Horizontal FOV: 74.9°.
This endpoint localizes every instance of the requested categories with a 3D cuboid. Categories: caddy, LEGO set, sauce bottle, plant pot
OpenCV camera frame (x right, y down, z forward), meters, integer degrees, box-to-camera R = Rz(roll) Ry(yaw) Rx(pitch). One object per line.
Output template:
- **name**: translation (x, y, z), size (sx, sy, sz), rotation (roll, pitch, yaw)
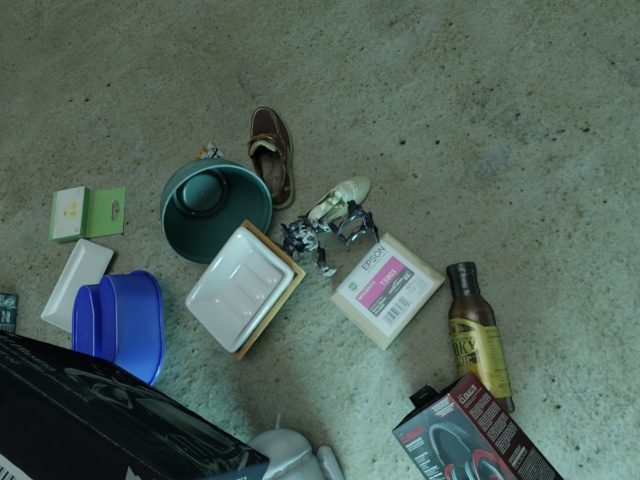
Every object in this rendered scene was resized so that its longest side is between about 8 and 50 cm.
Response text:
- **caddy**: translation (-0.537, 0.247, 1.146), size (0.241, 0.179, 0.342), rotation (-20, 70, 31)
- **LEGO set**: translation (-0.349, -0.200, 1.277), size (0.227, 0.093, 0.087), rotation (-48, 30, 24)
- **sauce bottle**: translation (0.361, 0.223, 0.982), size (0.111, 0.111, 0.345), rotation (-10, 71, 10)
- **plant pot**: translation (-0.308, -0.103, 1.158), size (0.293, 0.293, 0.196), rotation (-44, 43, -2)

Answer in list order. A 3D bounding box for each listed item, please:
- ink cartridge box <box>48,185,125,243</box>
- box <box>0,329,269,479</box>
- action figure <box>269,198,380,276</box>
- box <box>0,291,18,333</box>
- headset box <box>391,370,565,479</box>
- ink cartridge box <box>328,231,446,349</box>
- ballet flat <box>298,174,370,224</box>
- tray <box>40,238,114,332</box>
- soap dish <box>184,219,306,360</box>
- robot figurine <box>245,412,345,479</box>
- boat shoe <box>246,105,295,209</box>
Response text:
- **ink cartridge box**: translation (-0.756, -0.091, 1.356), size (0.235, 0.056, 0.171), rotation (-9, 72, 12)
- **box**: translation (-0.398, 0.389, 0.682), size (0.479, 0.472, 0.297), rotation (23, 69, 16)
- **action figure**: translation (0.000, 0.000, 1.063), size (0.275, 0.164, 0.141), rotation (-20, 51, 19)
- **box**: translation (-1.045, 0.261, 1.305), size (0.147, 0.077, 0.180), rotation (-11, 73, 10)
- **headset box**: translation (0.305, 0.435, 0.873), size (0.293, 0.110, 0.218), rotation (52, 133, 20)
- **ink cartridge box**: translation (0.168, 0.128, 1.064), size (0.193, 0.088, 0.235), rotation (40, 87, 19)
- **ballet flat**: translation (0.038, -0.103, 1.163), size (0.248, 0.086, 0.086), rotation (-40, 70, -1)
- **tray**: translation (-0.746, 0.139, 1.299), size (0.145, 0.030, 0.271), rotation (17, 79, 18)
- **soap dish**: translation (-0.195, 0.128, 1.108), size (0.229, 0.118, 0.291), rotation (40, 96, 20)
- **robot figurine**: translation (-0.077, 0.581, 0.926), size (0.299, 0.200, 0.354), rotation (-13, 66, -34)
- **boat shoe**: translation (-0.152, -0.264, 1.230), size (0.123, 0.123, 0.342), rotation (-11, 72, 9)
